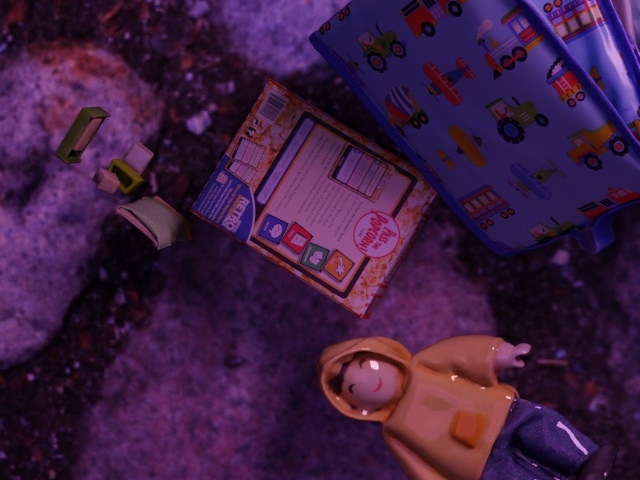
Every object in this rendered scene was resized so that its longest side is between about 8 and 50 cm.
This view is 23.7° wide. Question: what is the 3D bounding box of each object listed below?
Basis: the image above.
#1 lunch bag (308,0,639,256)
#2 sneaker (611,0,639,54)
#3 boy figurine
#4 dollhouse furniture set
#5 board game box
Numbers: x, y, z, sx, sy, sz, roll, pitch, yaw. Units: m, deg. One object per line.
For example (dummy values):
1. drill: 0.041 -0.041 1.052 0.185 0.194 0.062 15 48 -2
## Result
1. lunch bag: 0.164 -0.116 1.286 0.221 0.138 0.293 -30 92 51
2. sneaker: 0.344 -0.121 1.240 0.135 0.150 0.366 -24 99 -26
3. boy figurine: 0.128 0.160 1.389 0.285 0.092 0.177 30 106 9
4. dollhouse furniture set: -0.179 -0.061 1.469 0.151 0.076 0.058 39 106 11
5. board game box: -0.002 -0.038 1.417 0.193 0.045 0.147 33 93 12
